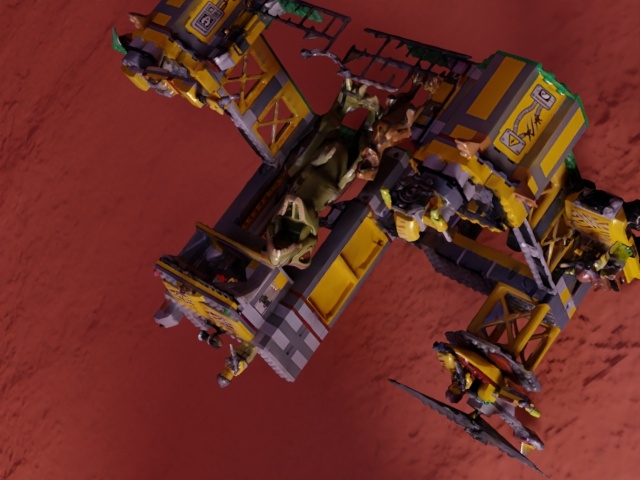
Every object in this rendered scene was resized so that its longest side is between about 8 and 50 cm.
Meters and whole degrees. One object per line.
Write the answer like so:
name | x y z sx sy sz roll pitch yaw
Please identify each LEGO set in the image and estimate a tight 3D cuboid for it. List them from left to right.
LEGO set | 0.000 0.000 0.658 0.331 0.255 0.192 28 75 28
